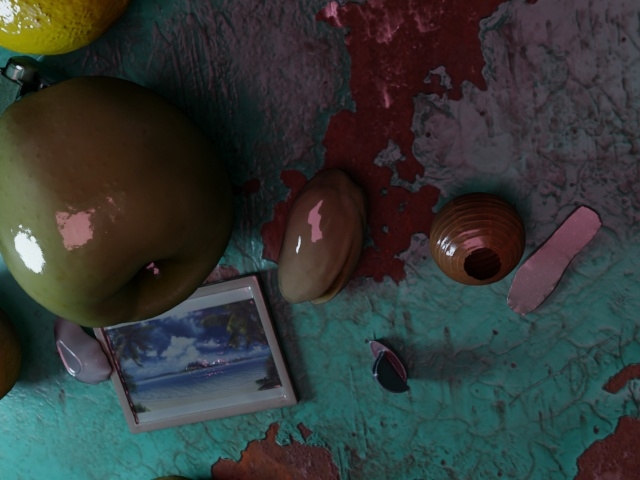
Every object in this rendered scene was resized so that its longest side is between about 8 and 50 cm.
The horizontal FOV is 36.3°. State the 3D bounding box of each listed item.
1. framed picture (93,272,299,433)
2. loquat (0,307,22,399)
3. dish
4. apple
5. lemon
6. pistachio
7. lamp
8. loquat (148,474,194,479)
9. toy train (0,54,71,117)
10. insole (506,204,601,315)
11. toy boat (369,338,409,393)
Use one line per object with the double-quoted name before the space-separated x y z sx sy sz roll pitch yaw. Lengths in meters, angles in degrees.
"framed picture" -0.211 0.189 1.603 0.314 0.024 0.232 -13 103 19
"loquat" -0.614 0.190 1.622 0.238 0.193 0.238 7 109 20
"dish" -0.414 0.188 1.637 0.091 0.039 0.137 -26 97 37
"apple" -0.298 -0.060 1.390 0.357 0.357 0.357 4 106 14
"lemon" -0.380 -0.382 1.379 0.236 0.236 0.263 49 134 -2
"pistachio" 0.000 0.000 1.446 0.135 0.136 0.226 22 117 8
"lamp" 0.221 -0.003 1.376 0.136 0.136 0.136 4 106 14
"loquat" -0.240 0.469 1.629 0.195 0.152 0.152 -1 105 24
"toy train" -0.469 -0.188 1.496 0.107 0.154 0.198 30 110 9
"insole" 0.335 0.030 1.417 0.063 0.010 0.192 36 111 2
"toy boat" 0.098 0.203 1.471 0.034 0.122 0.096 -37 94 19
